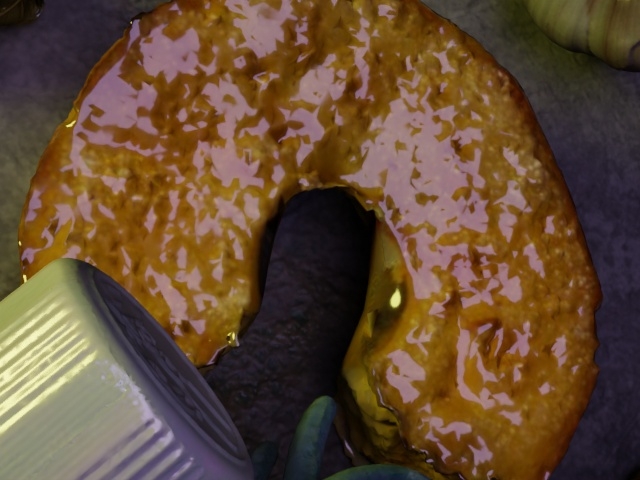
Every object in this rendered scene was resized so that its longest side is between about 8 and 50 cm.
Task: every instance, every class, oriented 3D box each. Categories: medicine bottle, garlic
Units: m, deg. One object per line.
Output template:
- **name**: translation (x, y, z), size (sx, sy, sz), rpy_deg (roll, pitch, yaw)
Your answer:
- **medicine bottle**: translation (-0.228, 0.190, 0.534), size (0.395, 0.242, 0.242), rpy_deg (-37, 100, 2)
- **garlic**: translation (0.292, -0.283, 0.903), size (0.256, 0.207, 0.207), rpy_deg (-43, 101, -26)

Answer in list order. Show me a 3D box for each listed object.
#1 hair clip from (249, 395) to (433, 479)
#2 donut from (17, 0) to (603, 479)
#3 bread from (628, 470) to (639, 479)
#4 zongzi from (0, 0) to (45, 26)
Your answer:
- **hair clip**: translation (-0.006, 0.272, 0.615), size (0.238, 0.318, 0.392), rpy_deg (41, 35, -6)
- **donut**: translation (0.000, 0.000, 0.788), size (0.435, 0.163, 0.378), rpy_deg (20, 79, -16)
- **bread**: translation (0.303, 0.335, 0.817), size (0.279, 0.279, 0.207), rpy_deg (-28, 98, -22)
- **zongzi**: translation (-0.277, -0.182, 0.681), size (0.187, 0.184, 0.084), rpy_deg (-22, 93, -21)
